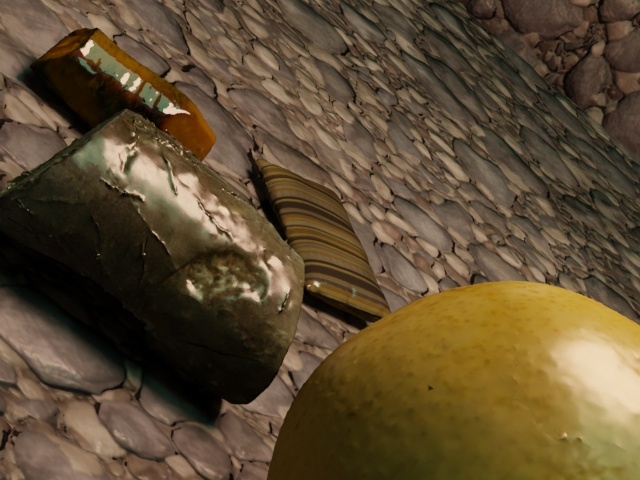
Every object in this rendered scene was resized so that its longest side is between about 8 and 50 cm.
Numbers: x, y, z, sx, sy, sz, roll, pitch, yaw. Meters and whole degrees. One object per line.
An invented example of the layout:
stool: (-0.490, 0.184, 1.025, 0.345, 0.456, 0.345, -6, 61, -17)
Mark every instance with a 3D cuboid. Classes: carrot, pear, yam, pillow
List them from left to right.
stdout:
carrot: (-0.176, -0.126, 1.523, 0.173, 0.082, 0.082, 42, 21, -13)
yam: (-0.127, 0.001, 1.299, 0.254, 0.154, 0.154, 36, 23, -15)
pillow: (0.000, 0.000, 1.659, 0.113, 0.038, 0.203, 24, 28, -33)
pear: (0.126, 0.199, 1.120, 0.348, 0.348, 0.348, 36, 23, -18)
